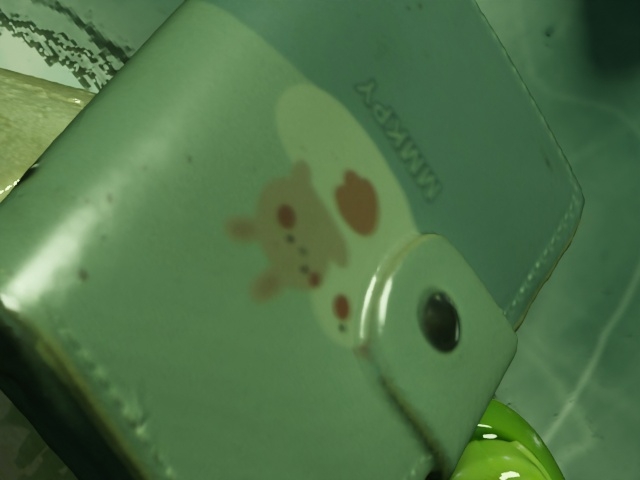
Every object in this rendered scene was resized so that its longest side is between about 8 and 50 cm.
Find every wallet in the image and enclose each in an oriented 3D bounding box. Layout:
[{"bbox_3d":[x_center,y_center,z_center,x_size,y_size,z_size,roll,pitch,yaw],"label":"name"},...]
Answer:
[{"bbox_3d":[0.000,0.000,0.807,0.252,0.083,0.360,53,47,-21],"label":"wallet"}]

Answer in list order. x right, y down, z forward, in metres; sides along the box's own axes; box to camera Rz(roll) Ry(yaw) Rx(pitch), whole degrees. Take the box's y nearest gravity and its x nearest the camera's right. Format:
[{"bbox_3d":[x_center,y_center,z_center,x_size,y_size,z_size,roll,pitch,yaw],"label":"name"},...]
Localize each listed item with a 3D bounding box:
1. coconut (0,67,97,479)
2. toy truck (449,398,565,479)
[{"bbox_3d":[-0.163,0.026,0.841,0.239,0.239,0.244,-23,105,0],"label":"coconut"},{"bbox_3d":[0.058,0.168,0.900,0.187,0.210,0.148,-31,99,-17],"label":"toy truck"}]
